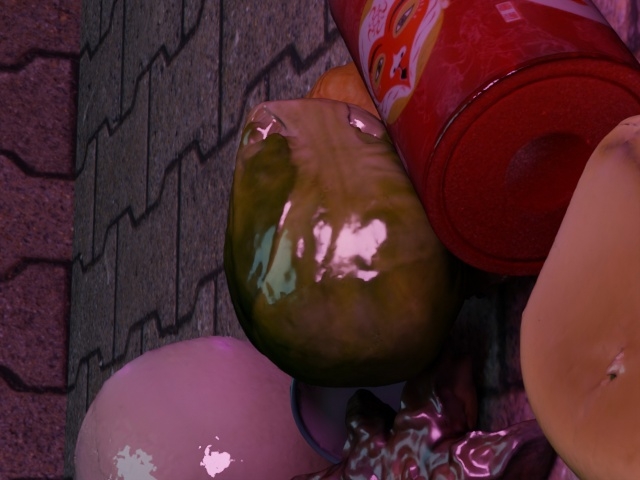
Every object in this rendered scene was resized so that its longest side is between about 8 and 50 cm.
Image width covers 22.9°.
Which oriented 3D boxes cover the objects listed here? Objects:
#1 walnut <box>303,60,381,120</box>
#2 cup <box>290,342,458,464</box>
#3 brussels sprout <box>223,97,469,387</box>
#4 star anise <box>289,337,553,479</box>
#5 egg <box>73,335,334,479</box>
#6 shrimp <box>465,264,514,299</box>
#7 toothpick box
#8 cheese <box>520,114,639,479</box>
[{"bbox_3d":[0.049,-0.092,1.629,0.159,0.159,0.207,123,151,-55],"label":"walnut"},{"bbox_3d":[0.052,0.132,1.568,0.173,0.167,0.300,-101,-7,-82],"label":"cup"},{"bbox_3d":[0.015,-0.001,1.376,0.219,0.210,0.271,54,-158,-70],"label":"brussels sprout"},{"bbox_3d":[0.086,0.251,1.389,0.315,0.108,0.315,-14,65,32],"label":"star anise"},{"bbox_3d":[-0.097,0.280,1.697,0.201,0.337,0.337,-139,56,-71],"label":"egg"},{"bbox_3d":[0.163,0.007,1.452,0.190,0.042,0.101,127,163,-59],"label":"shrimp"},{"bbox_3d":[0.137,-0.149,1.308,0.333,0.204,0.204,-111,31,-50],"label":"toothpick box"},{"bbox_3d":[0.243,0.073,1.062,0.316,0.128,0.260,-118,39,-54],"label":"cheese"}]
